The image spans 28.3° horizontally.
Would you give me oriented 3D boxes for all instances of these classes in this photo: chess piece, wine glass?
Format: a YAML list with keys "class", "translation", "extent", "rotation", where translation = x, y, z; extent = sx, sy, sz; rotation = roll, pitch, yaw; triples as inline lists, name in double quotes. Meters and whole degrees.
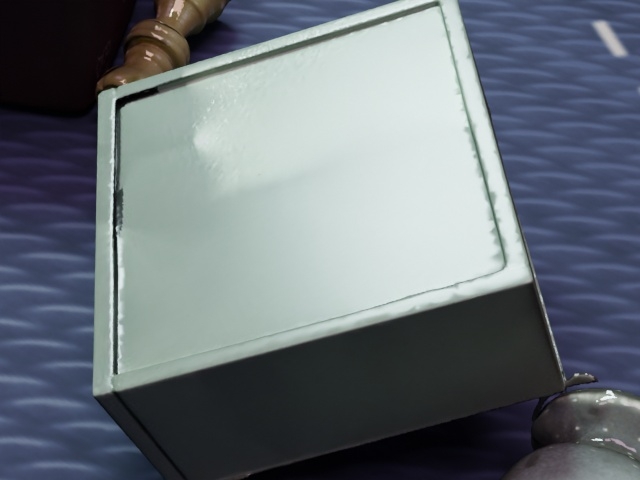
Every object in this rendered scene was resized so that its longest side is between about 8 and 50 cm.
- class: "chess piece"
  translation: [-0.117, -0.137, 0.916]
  extent: [0.060, 0.060, 0.172]
  rotation: [17, 52, 8]
- class: "wine glass"
  translation: [0.124, 0.170, 0.632]
  extent: [0.111, 0.111, 0.204]
  rotation: [22, 44, 12]

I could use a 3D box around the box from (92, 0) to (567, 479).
- class: "box"
  translation: [0.000, 0.000, 0.722]
  extent: [0.225, 0.117, 0.225]
  rotation: [-16, 49, 10]

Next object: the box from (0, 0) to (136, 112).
- class: "box"
  translation: [-0.216, -0.237, 0.919]
  extent: [0.193, 0.167, 0.294]
  rotation: [10, 48, 0]
